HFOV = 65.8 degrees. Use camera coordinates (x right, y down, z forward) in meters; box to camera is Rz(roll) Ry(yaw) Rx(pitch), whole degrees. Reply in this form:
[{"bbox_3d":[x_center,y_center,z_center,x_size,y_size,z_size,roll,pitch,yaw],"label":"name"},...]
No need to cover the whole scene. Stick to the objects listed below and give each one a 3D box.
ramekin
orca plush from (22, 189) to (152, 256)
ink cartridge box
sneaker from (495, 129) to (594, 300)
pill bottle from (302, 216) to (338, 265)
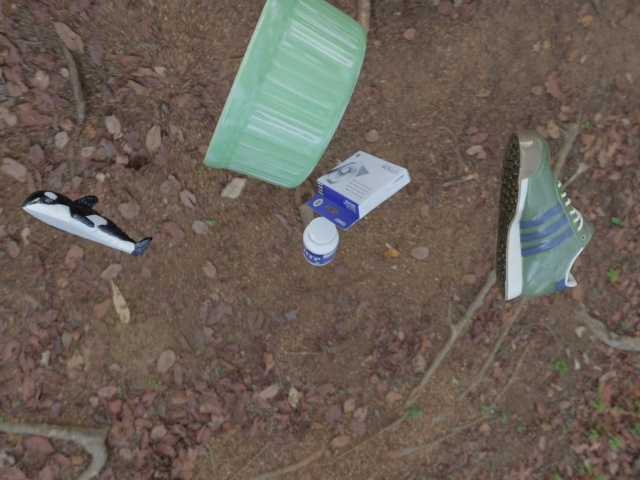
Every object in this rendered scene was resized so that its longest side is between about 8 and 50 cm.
[{"bbox_3d":[-0.054,-0.228,0.761,0.148,0.303,0.304,22,99,-15],"label":"ramekin"},{"bbox_3d":[-0.538,-0.061,1.177,0.287,0.151,0.102,23,67,-26],"label":"orca plush"},{"bbox_3d":[0.086,-0.142,1.321,0.224,0.223,0.045,-38,126,-13],"label":"ink cartridge box"},{"bbox_3d":[0.230,-0.023,0.501,0.086,0.064,0.192,-4,122,7],"label":"sneaker"},{"bbox_3d":[0.000,0.000,1.547,0.111,0.187,0.112,1,69,-2],"label":"pill bottle"}]
